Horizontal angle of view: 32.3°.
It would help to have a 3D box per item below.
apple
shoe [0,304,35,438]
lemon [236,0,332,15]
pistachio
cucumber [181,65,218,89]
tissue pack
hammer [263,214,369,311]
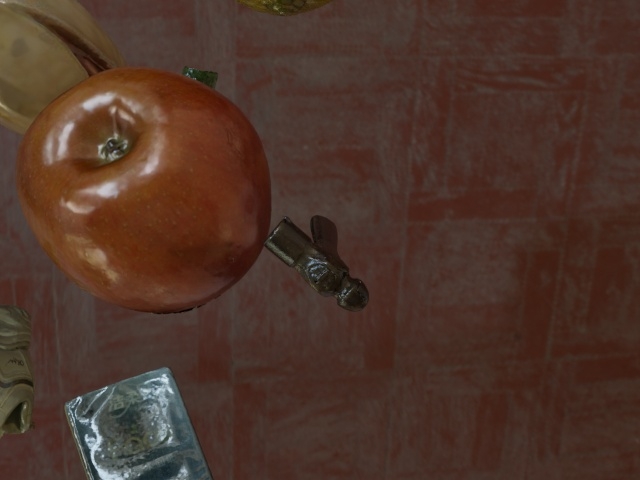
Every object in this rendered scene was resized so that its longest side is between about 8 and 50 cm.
[{"bbox_3d":[-0.182,-0.056,1.140,0.251,0.272,0.206,-41,147,8],"label":"apple"},{"bbox_3d":[-0.501,0.197,1.529,0.132,0.342,0.211,-18,80,17],"label":"shoe"},{"bbox_3d":[-0.038,-0.388,1.242,0.267,0.267,0.267,-5,116,-10],"label":"lemon"},{"bbox_3d":[-0.422,-0.274,1.684,0.230,0.230,0.309,-42,131,9],"label":"pistachio"},{"bbox_3d":[-0.218,-0.238,1.859,0.067,0.035,0.107,16,94,17],"label":"cucumber"},{"bbox_3d":[-0.283,0.352,1.773,0.185,0.257,0.081,-18,155,-15],"label":"tissue pack"},{"bbox_3d":[0.000,0.000,0.667,0.065,0.178,0.021,39,99,-6],"label":"hammer"}]
